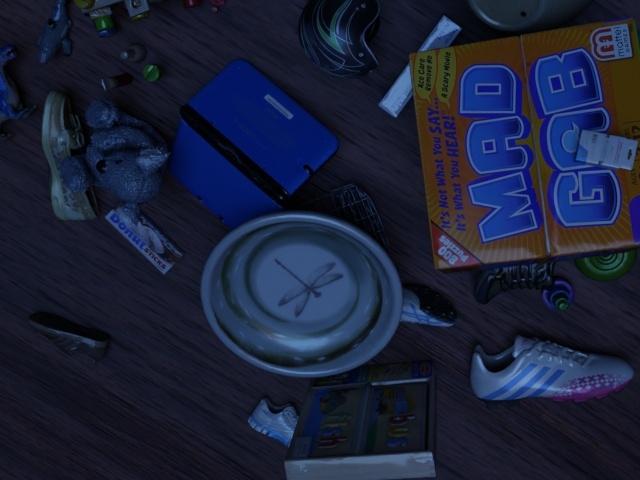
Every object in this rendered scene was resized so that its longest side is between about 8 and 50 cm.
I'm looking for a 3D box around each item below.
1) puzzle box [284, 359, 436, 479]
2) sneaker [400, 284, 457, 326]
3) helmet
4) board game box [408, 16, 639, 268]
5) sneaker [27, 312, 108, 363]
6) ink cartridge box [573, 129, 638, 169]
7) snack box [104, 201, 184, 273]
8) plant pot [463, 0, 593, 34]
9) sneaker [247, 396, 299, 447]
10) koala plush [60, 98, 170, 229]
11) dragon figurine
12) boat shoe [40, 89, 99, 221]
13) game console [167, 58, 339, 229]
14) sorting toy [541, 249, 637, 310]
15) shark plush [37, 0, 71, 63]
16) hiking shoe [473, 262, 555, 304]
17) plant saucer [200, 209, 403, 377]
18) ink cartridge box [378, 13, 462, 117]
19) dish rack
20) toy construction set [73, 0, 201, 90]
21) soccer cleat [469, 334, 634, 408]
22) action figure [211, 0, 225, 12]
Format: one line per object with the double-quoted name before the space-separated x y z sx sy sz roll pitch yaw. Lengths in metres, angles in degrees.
"puzzle box" 0.095 0.349 1.735 0.272 0.409 0.052 -6 105 9
"sneaker" 0.169 0.139 1.841 0.237 0.085 0.086 14 130 3
"helmet" 0.041 -0.391 1.660 0.170 0.169 0.161 18 92 3
"board game box" 0.363 -0.139 1.534 0.357 0.356 0.356 -8 85 10
"sneaker" -0.575 0.224 1.973 0.188 0.066 0.071 19 109 3
"ink cartridge box" 0.431 -0.135 1.325 0.083 0.028 0.048 13 89 10
"snack box" -0.380 -0.011 1.900 0.178 0.022 0.064 45 108 -6
"plant pot" 0.346 -0.468 1.514 0.284 0.191 0.284 19 138 18
"sneaker" -0.063 0.412 1.955 0.191 0.071 0.082 26 102 0
"koala plush" -0.374 -0.141 1.730 0.203 0.221 0.196 19 105 -34
"dragon figurine" -0.700 -0.279 1.835 0.144 0.085 0.289 44 106 -6
"boat shoe" -0.522 -0.177 1.839 0.089 0.104 0.285 1 116 3
"game console" -0.143 -0.172 1.779 0.293 0.173 0.250 42 77 14
"sorting toy" 0.587 0.021 1.719 0.127 0.126 0.365 45 106 -6
"shark plush" -0.531 -0.437 1.775 0.073 0.067 0.161 31 108 -1
"hiking shoe" 0.410 0.067 1.758 0.227 0.086 0.114 -44 64 16
"plant saucer" -0.035 0.094 1.752 0.401 0.100 0.400 2 123 3
"ink cartridge box" 0.192 -0.337 1.686 0.046 0.097 0.207 36 108 -3
"dish rack" 0.000 0.000 1.827 0.272 0.074 0.208 -20 103 11
"toy construction set" -0.379 -0.435 1.666 0.258 0.237 0.308 10 107 5
"soccer cleat" 0.472 0.259 1.807 0.331 0.116 0.143 -9 105 11
"action figure" -0.198 -0.507 1.730 0.038 0.030 0.115 15 109 -2
